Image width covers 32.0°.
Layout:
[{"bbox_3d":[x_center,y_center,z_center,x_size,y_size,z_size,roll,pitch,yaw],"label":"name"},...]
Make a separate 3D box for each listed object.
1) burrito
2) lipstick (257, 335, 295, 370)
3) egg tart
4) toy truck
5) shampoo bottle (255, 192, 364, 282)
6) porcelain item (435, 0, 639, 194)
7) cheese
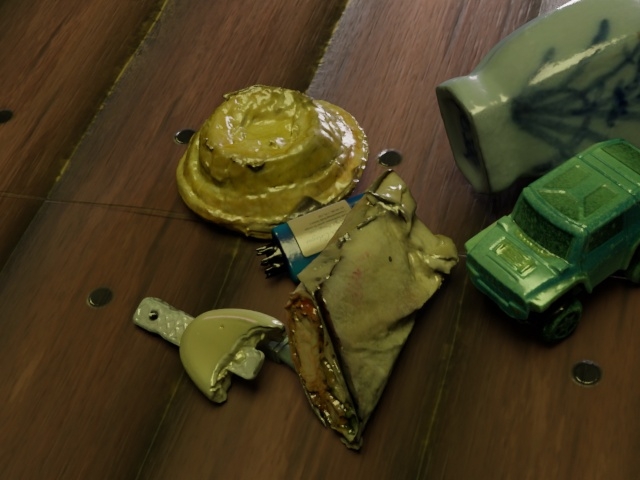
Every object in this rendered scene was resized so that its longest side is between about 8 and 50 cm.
[{"bbox_3d":[0.051,0.073,1.403,0.175,0.107,0.348,36,58,-8],"label":"burrito"},{"bbox_3d":[-0.043,0.144,1.429,0.129,0.030,0.030,32,60,32],"label":"lipstick"},{"bbox_3d":[-0.074,-0.132,1.635,0.290,0.115,0.290,-5,49,6],"label":"egg tart"},{"bbox_3d":[0.322,-0.006,1.419,0.278,0.156,0.155,-31,50,-19],"label":"toy truck"},{"bbox_3d":[0.000,0.000,1.537,0.183,0.050,0.087,-21,68,-10],"label":"shampoo bottle"},{"bbox_3d":[0.375,-0.216,1.549,0.405,0.243,0.178,-25,30,-9],"label":"porcelain item"},{"bbox_3d":[-0.156,0.123,1.445,0.235,0.050,0.127,23,81,37],"label":"cheese"}]
